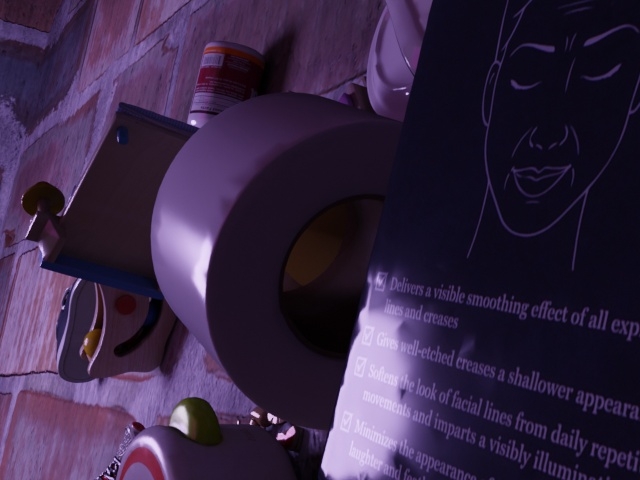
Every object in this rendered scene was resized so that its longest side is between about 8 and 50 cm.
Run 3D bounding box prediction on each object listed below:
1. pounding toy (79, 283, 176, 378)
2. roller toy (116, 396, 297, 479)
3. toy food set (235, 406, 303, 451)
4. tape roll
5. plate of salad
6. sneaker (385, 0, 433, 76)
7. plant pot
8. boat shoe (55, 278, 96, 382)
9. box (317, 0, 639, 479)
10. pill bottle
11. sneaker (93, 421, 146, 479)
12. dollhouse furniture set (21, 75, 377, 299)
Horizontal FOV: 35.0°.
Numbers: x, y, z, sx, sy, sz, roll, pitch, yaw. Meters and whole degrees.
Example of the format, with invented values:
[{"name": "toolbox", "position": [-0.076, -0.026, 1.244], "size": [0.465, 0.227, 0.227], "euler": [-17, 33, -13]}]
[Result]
[{"name": "pounding toy", "position": [-0.259, 0.068, 1.393], "size": [0.155, 0.154, 0.270], "euler": [37, 109, 62]}, {"name": "roller toy", "position": [-0.108, 0.277, 0.994], "size": [0.209, 0.146, 0.191], "euler": [-58, 40, 37]}, {"name": "toy food set", "position": [-0.050, 0.208, 1.065], "size": [0.122, 0.019, 0.078], "euler": [-25, 54, 47]}, {"name": "tape roll", "position": [-0.001, 0.009, 0.828], "size": [0.169, 0.246, 0.246], "euler": [33, 105, 62]}, {"name": "plate of salad", "position": [0.111, -0.198, 0.942], "size": [0.200, 0.048, 0.200], "euler": [-37, 43, 45]}, {"name": "sneaker", "position": [0.104, -0.250, 0.849], "size": [0.123, 0.105, 0.290], "euler": [-38, 55, 28]}, {"name": "plant pot", "position": [0.000, 0.000, 1.009], "size": [0.081, 0.083, 0.081], "euler": [-55, 32, 31]}, {"name": "boat shoe", "position": [-0.360, 0.094, 1.621], "size": [0.303, 0.114, 0.091], "euler": [-58, 36, 28]}, {"name": "box", "position": [0.192, -0.018, 0.506], "size": [0.293, 0.211, 0.396], "euler": [8, 83, 64]}, {"name": "pill bottle", "position": [-0.129, -0.182, 1.359], "size": [0.086, 0.086, 0.152], "euler": [-2, 74, 62]}, {"name": "sneaker", "position": [-0.278, 0.347, 1.342], "size": [0.088, 0.092, 0.225], "euler": [29, 100, 63]}, {"name": "dollhouse furniture set", "position": [-0.130, -0.104, 1.073], "size": [0.286, 0.303, 0.198], "euler": [-57, 32, 31]}]
